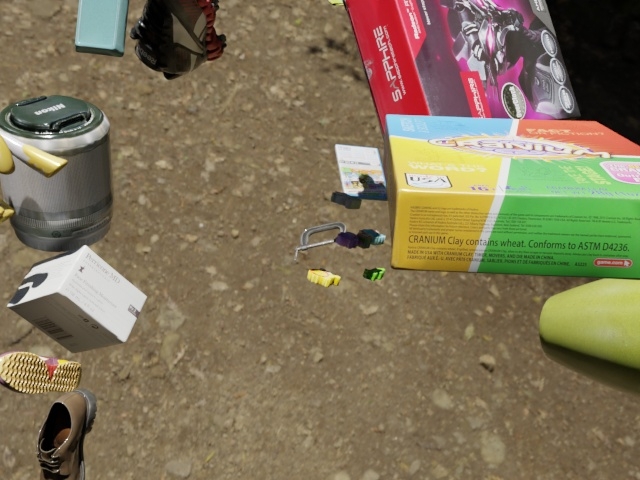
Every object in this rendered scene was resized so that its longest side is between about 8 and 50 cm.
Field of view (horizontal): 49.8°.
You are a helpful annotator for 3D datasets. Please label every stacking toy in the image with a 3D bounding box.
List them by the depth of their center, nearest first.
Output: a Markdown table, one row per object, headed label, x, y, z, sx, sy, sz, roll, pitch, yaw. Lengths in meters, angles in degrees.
| label | x | y | z | sx | sy | sz | roll | pitch | yaw |
| --- | --- | --- | --- | --- | --- | --- | --- | --- | --- |
| stacking toy | 0.073 | -0.004 | 1.301 | 0.052 | 0.167 | 0.221 | 26 | 17 | 34 |

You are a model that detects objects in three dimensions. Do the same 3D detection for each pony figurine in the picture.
| label | x | y | z | sx | sy | sz | roll | pitch | yaw |
| --- | --- | --- | --- | --- | --- | --- | --- | --- | --- |
| pony figurine | -0.690 | -0.192 | 1.251 | 0.363 | 0.351 | 0.303 | 51 | 31 | -11 |

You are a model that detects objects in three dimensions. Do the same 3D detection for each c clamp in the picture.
| label | x | y | z | sx | sy | sz | roll | pitch | yaw |
| --- | --- | --- | --- | --- | --- | --- | --- | --- | --- |
| c clamp | 0.000 | 0.000 | 1.987 | 0.160 | 0.022 | 0.137 | -16 | 35 | 8 |

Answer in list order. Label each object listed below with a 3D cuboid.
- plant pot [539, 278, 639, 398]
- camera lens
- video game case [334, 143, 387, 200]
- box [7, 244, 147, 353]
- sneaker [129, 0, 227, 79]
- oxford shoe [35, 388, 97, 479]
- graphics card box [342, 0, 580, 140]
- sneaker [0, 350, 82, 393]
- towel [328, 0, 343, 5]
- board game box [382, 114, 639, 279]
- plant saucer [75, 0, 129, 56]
| label | x | y | z | sx | sy | sz | roll | pitch | yaw |
| --- | --- | --- | --- | --- | --- | --- | --- | --- | --- |
| plant pot | 0.585 | 0.177 | 1.318 | 0.274 | 0.293 | 0.275 | 3 | 86 | -42 |
| camera lens | -0.540 | -0.143 | 1.416 | 0.219 | 0.274 | 0.219 | 5 | 33 | -3 |
| video game case | 0.104 | -0.174 | 1.763 | 0.119 | 0.015 | 0.166 | 3 | 55 | -19 |
| box | -0.489 | 0.124 | 1.396 | 0.181 | 0.181 | 0.119 | 48 | 42 | -33 |
| sneaker | -0.220 | -0.321 | 1.020 | 0.135 | 0.276 | 0.098 | -39 | 83 | -8 |
| oxford shoe | -0.453 | 0.371 | 1.175 | 0.082 | 0.227 | 0.096 | 6 | -3 | 15 |
| graphics card box | 0.220 | -0.259 | 1.004 | 0.370 | 0.094 | 0.233 | -13 | 85 | -41 |
| sneaker | -0.496 | 0.225 | 1.169 | 0.083 | 0.185 | 0.070 | 0 | 72 | 23 |
| towel | 0.032 | -0.488 | 1.354 | 0.060 | 0.009 | 0.083 | -14 | 53 | -18 |
| board game box | 0.181 | -0.055 | 0.639 | 0.242 | 0.064 | 0.316 | 2 | 20 | 2 |
| plant saucer | -0.274 | -0.334 | 0.876 | 0.067 | 0.192 | 0.018 | 8 | 4 | 7 |
